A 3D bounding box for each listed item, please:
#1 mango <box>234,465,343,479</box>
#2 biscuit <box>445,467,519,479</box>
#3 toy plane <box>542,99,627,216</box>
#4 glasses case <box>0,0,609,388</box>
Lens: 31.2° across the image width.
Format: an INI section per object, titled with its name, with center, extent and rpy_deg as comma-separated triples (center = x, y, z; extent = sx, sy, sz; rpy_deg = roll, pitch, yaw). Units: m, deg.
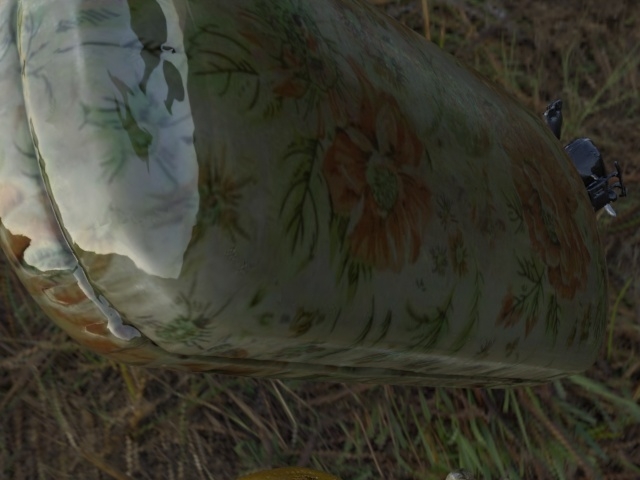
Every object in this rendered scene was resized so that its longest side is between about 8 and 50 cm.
[mango]
center = -0.040, 0.355, 1.363
extent = 0.249, 0.151, 0.156
rpy_deg = 1, 100, -31
[biscuit]
center = 0.088, 0.259, 0.800
extent = 0.061, 0.055, 0.219
rpy_deg = 12, 107, -8
[toy plane]
center = 0.256, -0.053, 1.121
extent = 0.053, 0.197, 0.078
rpy_deg = -34, 56, -1
[glasses case]
center = 0.026, -0.017, 0.495
extent = 0.098, 0.425, 0.156
rpy_deg = -20, 73, 28
